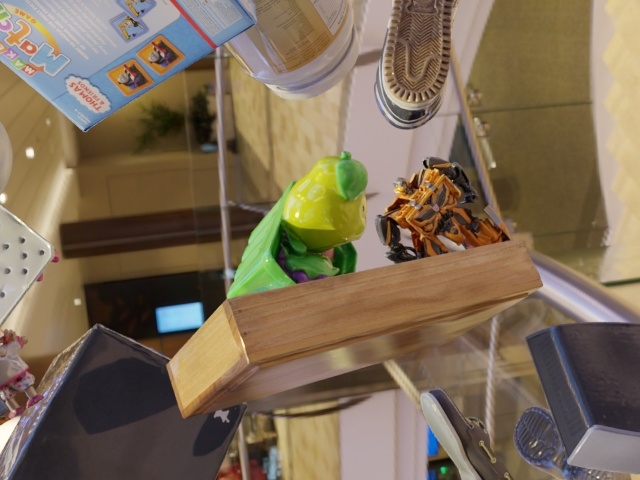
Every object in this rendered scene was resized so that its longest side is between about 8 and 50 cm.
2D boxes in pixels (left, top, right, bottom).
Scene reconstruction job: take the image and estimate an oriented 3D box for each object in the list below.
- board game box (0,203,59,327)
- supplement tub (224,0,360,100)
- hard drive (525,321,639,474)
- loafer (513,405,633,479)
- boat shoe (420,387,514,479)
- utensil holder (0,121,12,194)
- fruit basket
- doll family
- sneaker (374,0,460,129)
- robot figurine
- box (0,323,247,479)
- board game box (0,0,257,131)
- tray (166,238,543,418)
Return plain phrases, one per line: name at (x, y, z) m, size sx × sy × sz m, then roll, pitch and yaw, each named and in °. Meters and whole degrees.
board game box at (-0.704, 0.064, 1.301) m, size 0.390 × 0.390 × 0.050 m, roll 36°, pitch 177°, yaw 12°
supplement tub at (-0.081, -0.408, 1.269) m, size 0.316 × 0.228 × 0.228 m, roll 48°, pitch -159°, yaw -51°
hard drive at (0.360, 0.162, 0.795) m, size 0.172 × 0.255 × 0.054 m, roll -96°, pitch 19°, yaw -44°
loafer at (0.438, 0.381, 1.318) m, size 0.102 × 0.092 × 0.268 m, roll -58°, pitch 22°, yaw 3°
boat shoe at (0.236, 0.323, 1.189) m, size 0.227 × 0.069 × 0.081 m, roll 60°, pitch 165°, yaw -8°
utensil holder at (-0.662, -0.211, 1.053) m, size 0.385 × 0.328 × 0.327 m, roll 89°, pitch 169°, yaw -56°
fruit basket at (0.000, 0.000, 1.596) m, size 0.283 × 0.392 × 0.392 m, roll 48°, pitch 179°, yaw -18°
doll family at (-0.507, 0.204, 0.999) m, size 0.163 × 0.263 × 0.118 m, roll 55°, pitch 156°, yaw 0°
sneaker at (0.130, -0.274, 0.932) m, size 0.153 × 0.099 × 0.282 m, roll 79°, pitch -156°, yaw -77°
robot figurine at (0.228, -0.006, 1.302) m, size 0.291 × 0.211 × 0.085 m, roll 44°, pitch 167°, yaw -26°
box at (-0.411, 0.442, 1.279) m, size 0.472 × 0.297 × 0.480 m, roll -27°, pitch 35°, yaw 59°
board game box at (-0.189, -0.204, 0.669) m, size 0.160 × 0.211 × 0.039 m, roll 45°, pitch -154°, yaw -42°
tray at (0.048, 0.101, 0.886) m, size 0.203 × 0.411 × 0.076 m, roll -45°, pitch 60°, yaw 51°
